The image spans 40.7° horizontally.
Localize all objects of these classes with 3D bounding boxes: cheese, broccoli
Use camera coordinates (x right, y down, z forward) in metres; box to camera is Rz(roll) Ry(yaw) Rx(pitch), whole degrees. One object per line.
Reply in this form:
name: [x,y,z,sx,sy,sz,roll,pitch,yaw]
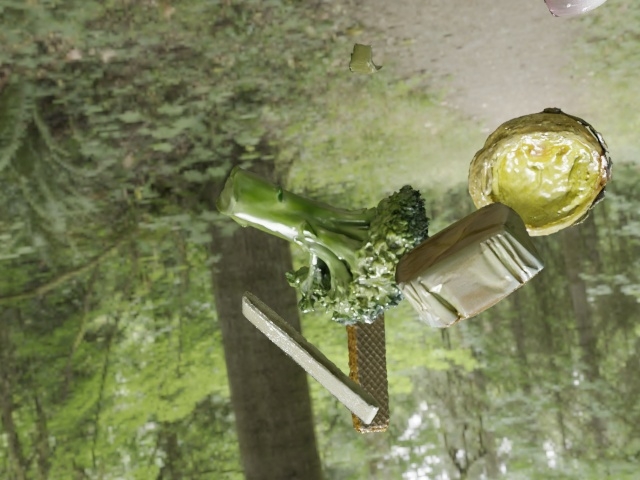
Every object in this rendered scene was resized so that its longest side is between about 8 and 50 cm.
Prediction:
cheese: [0.088,-0.368,1.764,0.060,0.041,0.084,12,156,21]
broccoli: [0.032,-0.015,1.630,0.353,0.397,0.275,-26,-151,14]
cheese: [-0.030,0.255,1.911,0.034,0.400,0.085,-39,157,-34]

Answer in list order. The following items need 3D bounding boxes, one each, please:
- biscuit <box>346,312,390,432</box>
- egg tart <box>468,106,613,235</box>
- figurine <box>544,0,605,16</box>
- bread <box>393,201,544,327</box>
biscuit: [0.113,0.272,2.094,0.094,0.379,0.054,3,169,-31]
egg tart: [0.427,-0.136,1.700,0.278,0.279,0.095,-7,-150,3]
figurine: [0.588,-0.586,1.638,0.284,0.206,0.315,-49,-158,-13]
bread: [0.228,0.039,1.324,0.209,0.110,0.192,-31,-168,11]
